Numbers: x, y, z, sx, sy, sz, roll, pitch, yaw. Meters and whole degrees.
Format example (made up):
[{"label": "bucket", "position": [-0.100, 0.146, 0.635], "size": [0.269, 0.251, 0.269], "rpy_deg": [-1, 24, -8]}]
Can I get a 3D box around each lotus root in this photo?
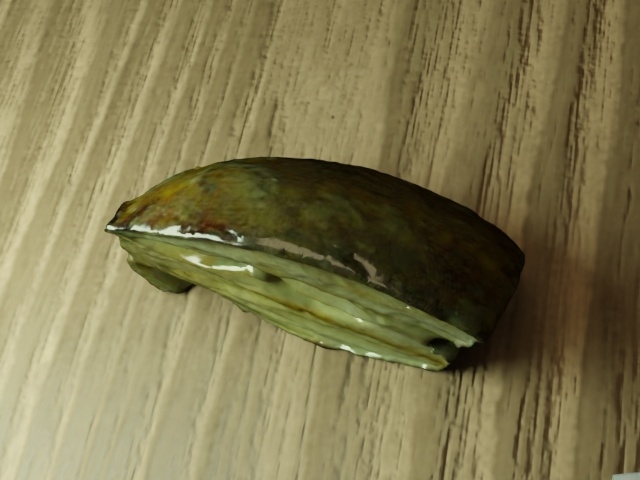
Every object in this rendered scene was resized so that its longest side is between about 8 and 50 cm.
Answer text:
[{"label": "lotus root", "position": [0.002, -0.004, 1.119], "size": [0.314, 0.210, 0.142], "rpy_deg": [18, 70, 9]}]

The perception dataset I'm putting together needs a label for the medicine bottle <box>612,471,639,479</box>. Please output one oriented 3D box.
[{"label": "medicine bottle", "position": [0.264, 0.182, 0.985], "size": [0.118, 0.055, 0.074], "rpy_deg": [-7, 54, 6]}]
